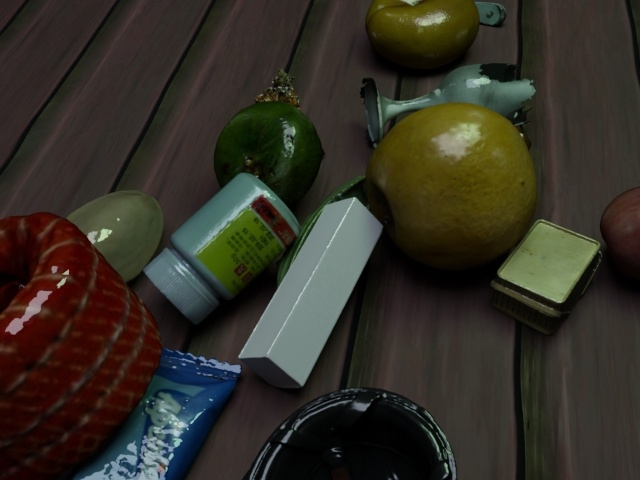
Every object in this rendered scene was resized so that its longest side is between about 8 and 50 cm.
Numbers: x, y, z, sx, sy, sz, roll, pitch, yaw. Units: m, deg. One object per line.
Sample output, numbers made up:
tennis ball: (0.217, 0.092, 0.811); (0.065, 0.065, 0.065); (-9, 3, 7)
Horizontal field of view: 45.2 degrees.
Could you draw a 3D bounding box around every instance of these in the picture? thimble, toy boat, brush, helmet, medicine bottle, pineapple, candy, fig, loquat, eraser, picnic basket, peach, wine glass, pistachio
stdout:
thimble: (-0.411, 0.144, 1.023); (0.350, 0.230, 0.350); (-19, 37, 15)
toy boat: (0.000, 0.000, 1.268); (0.055, 0.093, 0.293); (8, 48, 37)
brush: (0.296, -0.560, 1.815); (0.297, 0.068, 0.060); (19, 28, 17)
helmet: (0.037, 0.318, 0.907); (0.279, 0.160, 0.230); (-39, 53, -10)
medicine bottle: (-0.153, 0.012, 1.202); (0.225, 0.139, 0.139); (-43, 54, -8)
pineapple: (-0.076, -0.295, 1.563); (0.114, 0.114, 0.077); (24, 34, 21)
candy: (-0.246, 0.278, 1.034); (0.187, 0.077, 0.331); (13, 50, 9)
fig: (-0.067, -0.140, 1.387); (0.203, 0.235, 0.203); (-4, 82, 29)
loquat: (0.213, -0.093, 1.215); (0.275, 0.275, 0.275); (-3, 46, 3)
eraser: (-0.008, 0.074, 1.155); (0.076, 0.078, 0.298); (-14, 40, 50)
picnic basket: (0.349, 0.055, 1.189); (0.115, 0.079, 0.164); (27, 54, 29)
peach: (0.218, -0.476, 1.673); (0.251, 0.153, 0.251); (1, 40, -1)
wine glass: (0.241, -0.262, 1.472); (0.321, 0.143, 0.143); (-10, 46, -6)
pistachio: (-0.353, 0.000, 1.281); (0.152, 0.126, 0.223); (37, 46, -7)

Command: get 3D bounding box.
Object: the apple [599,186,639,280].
apple: (0.502, -0.008, 1.191); (0.120, 0.153, 0.153); (-24, 40, 24)
